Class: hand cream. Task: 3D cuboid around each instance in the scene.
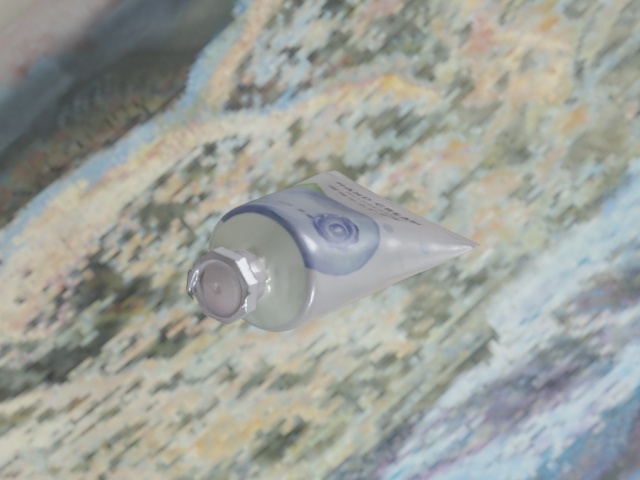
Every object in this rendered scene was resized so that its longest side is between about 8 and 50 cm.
[{"bbox_3d":[0.000,0.000,0.597,0.142,0.084,0.053,-26,137,-50],"label":"hand cream"}]
